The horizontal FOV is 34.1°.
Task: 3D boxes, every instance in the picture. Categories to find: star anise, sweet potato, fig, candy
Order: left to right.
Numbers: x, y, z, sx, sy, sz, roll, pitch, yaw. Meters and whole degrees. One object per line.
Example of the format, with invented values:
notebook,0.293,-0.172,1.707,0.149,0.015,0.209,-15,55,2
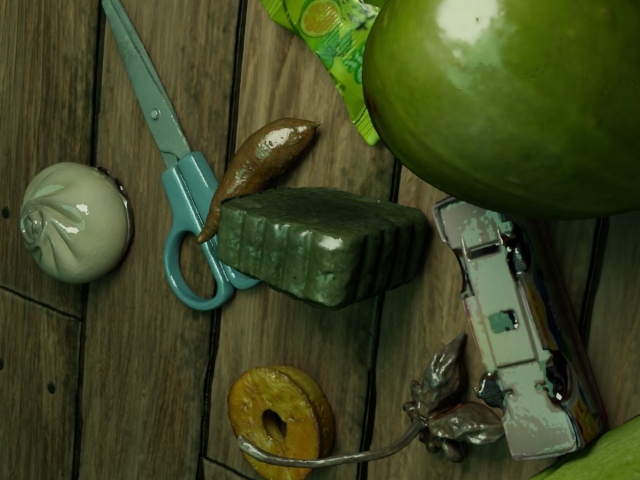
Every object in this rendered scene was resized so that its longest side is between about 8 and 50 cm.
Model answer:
sweet potato,-0.085,-0.083,1.267,0.226,0.068,0.068,-44,72,20
candy,0.027,-0.239,1.165,0.149,0.069,0.246,-47,71,29
star anise,0.061,0.195,1.130,0.218,0.227,0.148,8,109,46
fig,0.199,-0.149,0.927,0.316,0.316,0.316,7,102,35

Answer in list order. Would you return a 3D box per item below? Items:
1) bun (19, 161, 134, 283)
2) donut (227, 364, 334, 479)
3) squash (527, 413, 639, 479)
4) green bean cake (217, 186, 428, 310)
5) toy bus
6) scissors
bun,-0.354,-0.022,1.449,0.172,0.119,0.173,8,102,37
donut,-0.045,0.224,1.300,0.151,0.058,0.152,8,103,35
squash,0.387,0.255,0.989,0.309,0.210,0.234,-32,75,6
green bean cake,0.000,0.000,1.153,0.185,0.183,0.094,22,113,31
toy bus,0.203,0.077,1.060,0.090,0.112,0.274,-19,87,37
scissors,-0.196,-0.130,1.369,0.192,0.029,0.447,-30,80,35
